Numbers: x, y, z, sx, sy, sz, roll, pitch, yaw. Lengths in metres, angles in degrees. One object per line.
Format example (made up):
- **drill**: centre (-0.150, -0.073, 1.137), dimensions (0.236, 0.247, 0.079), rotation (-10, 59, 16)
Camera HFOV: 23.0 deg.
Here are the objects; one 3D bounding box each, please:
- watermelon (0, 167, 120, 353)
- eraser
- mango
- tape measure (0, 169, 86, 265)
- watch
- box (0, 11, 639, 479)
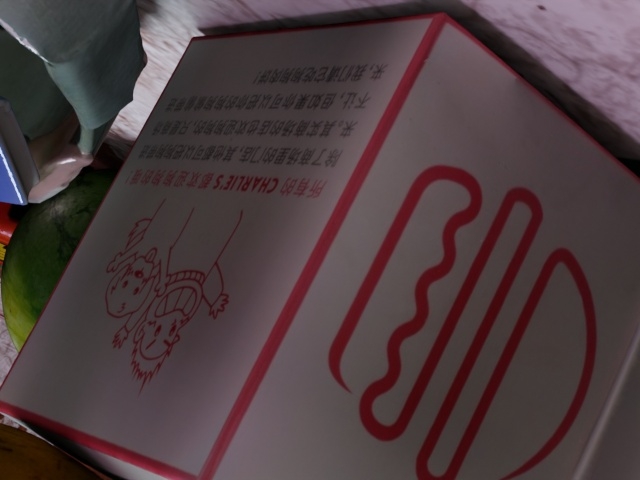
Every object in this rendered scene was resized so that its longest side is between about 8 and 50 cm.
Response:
- **watermelon**: centre (-0.193, 0.048, 1.528), dimensions (0.242, 0.242, 0.242), rotation (24, 167, 6)
- **eraser**: centre (-0.222, -0.062, 1.007), dimensions (0.063, 0.027, 0.084), rotation (12, 147, 16)
- **mango**: centre (-0.172, 0.164, 0.944), dimensions (0.165, 0.089, 0.115), rotation (46, 170, -28)
- **tape measure**: centre (-0.322, -0.030, 1.742), dimensions (0.260, 0.114, 0.253), rotation (24, 167, -13)
- **watch**: centre (-0.238, -0.148, 1.036), dimensions (0.253, 0.161, 0.241), rotation (14, 158, 23)
- **box**: centre (0.029, 0.062, 1.003), dimensions (0.300, 0.312, 0.314), rotation (35, 165, -30)
